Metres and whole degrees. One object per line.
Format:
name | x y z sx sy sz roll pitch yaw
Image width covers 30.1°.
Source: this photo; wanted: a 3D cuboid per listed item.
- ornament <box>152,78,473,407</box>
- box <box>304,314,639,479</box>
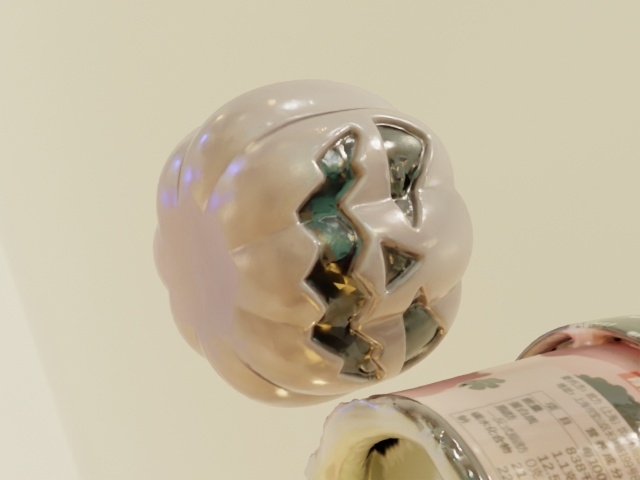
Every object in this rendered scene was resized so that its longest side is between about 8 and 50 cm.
ornament | 0.000 -0.001 0.653 0.178 0.177 0.177 -2 -97 12
box | 0.076 0.107 0.426 0.135 0.151 0.151 -4 -101 -32
